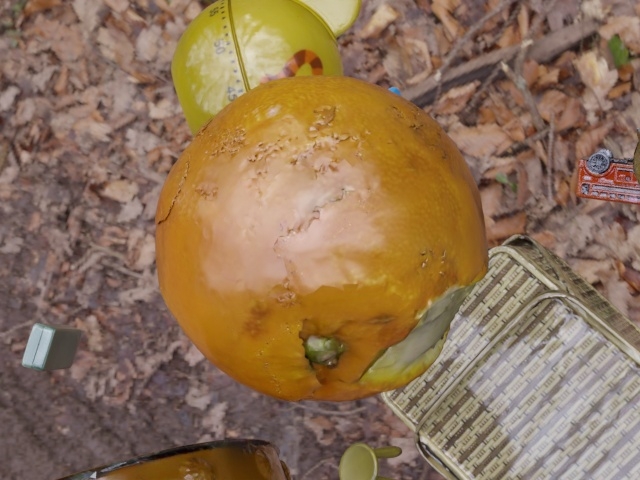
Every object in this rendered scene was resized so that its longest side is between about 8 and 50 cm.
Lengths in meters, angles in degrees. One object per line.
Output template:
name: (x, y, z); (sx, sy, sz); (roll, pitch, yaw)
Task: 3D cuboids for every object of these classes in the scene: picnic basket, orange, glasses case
picnic basket: (0.239, 0.169, 0.881); (0.313, 0.175, 0.228); (45, 108, 20)
orange: (0.000, 0.000, 0.614); (0.240, 0.240, 0.240); (-6, 76, 25)
glasses case: (-0.475, 0.189, 1.504); (0.039, 0.184, 0.078); (15, 83, 1)

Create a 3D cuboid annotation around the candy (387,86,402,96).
candy: (0.046, -0.126, 1.464); (0.157, 0.306, 0.100); (58, 150, -9)

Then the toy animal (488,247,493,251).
toy animal: (0.239, 0.104, 1.189); (0.160, 0.197, 0.272); (68, 154, 9)

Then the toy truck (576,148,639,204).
toy truck: (0.696, -0.132, 1.848); (0.252, 0.107, 0.114); (10, 104, 23)

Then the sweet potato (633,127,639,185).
sweet potato: (0.655, -0.106, 1.624); (0.062, 0.081, 0.233); (-13, 74, -20)

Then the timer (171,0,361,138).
timer: (-0.078, -0.314, 1.629); (0.387, 0.376, 0.376); (-16, 70, 3)

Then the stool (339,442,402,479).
stool: (0.115, 0.507, 1.854); (0.135, 0.110, 0.134); (30, 94, 49)

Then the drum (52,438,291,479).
drum: (-0.192, 0.350, 0.709); (0.431, 0.431, 0.214); (-32, 67, 17)
